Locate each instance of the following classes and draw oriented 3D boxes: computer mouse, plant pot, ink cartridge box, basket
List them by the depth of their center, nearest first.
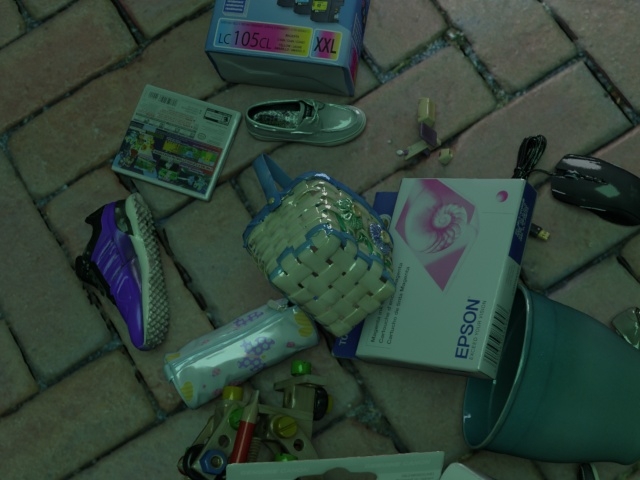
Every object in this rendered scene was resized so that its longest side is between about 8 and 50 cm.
[{"bbox_3d":[0.004,0.417,1.424,0.308,0.385,0.091,-2,39,-8],"label":"ink cartridge box"},{"bbox_3d":[0.394,0.234,1.520,0.255,0.271,0.272,17,78,-3],"label":"plant pot"},{"bbox_3d":[0.000,0.000,1.567,0.201,0.255,0.289,-43,35,10],"label":"basket"},{"bbox_3d":[0.171,0.052,1.587,0.330,0.071,0.324,2,69,38],"label":"ink cartridge box"},{"bbox_3d":[0.451,-0.074,1.683,0.262,0.060,0.184,26,79,12],"label":"computer mouse"},{"bbox_3d":[-0.042,-0.493,1.802,0.270,0.151,0.396,8,75,8],"label":"ink cartridge box"}]

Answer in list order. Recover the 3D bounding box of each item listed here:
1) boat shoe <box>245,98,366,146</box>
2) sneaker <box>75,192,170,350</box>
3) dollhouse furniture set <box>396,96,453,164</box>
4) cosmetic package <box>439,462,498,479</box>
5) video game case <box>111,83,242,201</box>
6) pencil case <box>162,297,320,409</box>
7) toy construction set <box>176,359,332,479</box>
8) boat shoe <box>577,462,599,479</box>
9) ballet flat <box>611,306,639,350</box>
[{"bbox_3d":[-0.030,-0.223,1.762,0.227,0.081,0.079,0,76,7],"label":"boat shoe"},{"bbox_3d":[-0.365,0.068,1.723,0.146,0.102,0.293,-14,70,7],"label":"sneaker"},{"bbox_3d":[0.190,-0.196,1.770,0.081,0.091,0.114,-28,42,39],"label":"dollhouse furniture set"},{"bbox_3d":[0.305,0.567,1.343,0.393,0.327,0.329,28,84,29],"label":"cosmetic package"},{"bbox_3d":[-0.272,-0.187,1.811,0.201,0.023,0.183,18,78,9],"label":"video game case"},{"bbox_3d":[-0.134,0.186,1.649,0.273,0.124,0.113,-29,75,-1],"label":"pencil case"},{"bbox_3d":[-0.090,0.290,1.540,0.257,0.309,0.237,12,72,2],"label":"toy construction set"},{"bbox_3d":[0.416,0.462,1.544,0.065,0.075,0.206,4,81,4],"label":"boat shoe"},{"bbox_3d":[0.555,0.217,1.604,0.068,0.072,0.213,-30,72,27],"label":"ballet flat"}]
